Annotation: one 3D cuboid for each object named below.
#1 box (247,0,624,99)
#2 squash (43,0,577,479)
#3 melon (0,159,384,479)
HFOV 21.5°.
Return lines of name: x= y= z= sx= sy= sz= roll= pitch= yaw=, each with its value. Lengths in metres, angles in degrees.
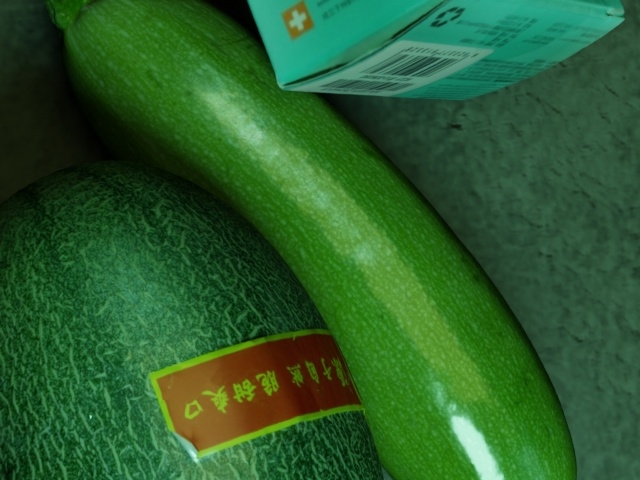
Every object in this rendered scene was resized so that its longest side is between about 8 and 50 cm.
box: x=0.019 y=-0.232 z=0.878 sx=0.205 sy=0.118 sz=0.311 roll=-5 pitch=71 yaw=-60
squash: x=0.000 y=0.000 z=0.849 sx=0.107 sy=0.107 sz=0.395 roll=-40 pitch=87 yaw=-26
melon: x=-0.065 y=0.103 z=0.750 sx=0.182 sy=0.182 sz=0.288 roll=-19 pitch=83 yaw=-24
